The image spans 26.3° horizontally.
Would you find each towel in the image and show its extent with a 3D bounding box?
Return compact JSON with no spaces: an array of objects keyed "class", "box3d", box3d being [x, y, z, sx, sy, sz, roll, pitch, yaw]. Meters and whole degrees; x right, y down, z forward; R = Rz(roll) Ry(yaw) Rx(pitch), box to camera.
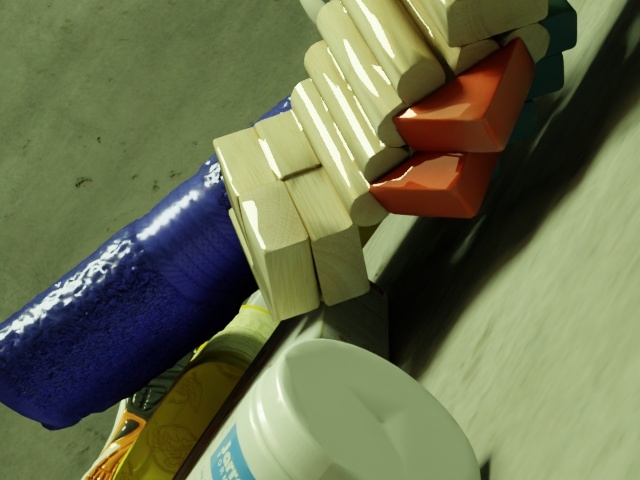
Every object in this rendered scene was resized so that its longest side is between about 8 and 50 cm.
[{"class":"towel","box3d":[-0.033,-0.009,0.762,0.308,0.076,0.227,-38,-1,4]}]

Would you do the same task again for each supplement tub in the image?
[{"class":"supplement tub","box3d":[-0.011,0.089,0.399,0.107,0.071,0.071,-56,4,24]}]

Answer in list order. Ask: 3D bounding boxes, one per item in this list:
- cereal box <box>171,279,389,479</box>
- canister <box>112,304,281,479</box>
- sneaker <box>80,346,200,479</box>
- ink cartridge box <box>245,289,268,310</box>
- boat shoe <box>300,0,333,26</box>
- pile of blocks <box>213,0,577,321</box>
[{"class":"cereal box","box3d":[-0.031,0.106,0.673,0.173,0.047,0.240,-55,4,9]},{"class":"canister","box3d":[-0.068,0.115,0.891,0.126,0.073,0.170,-56,3,11]},{"class":"sneaker","box3d":[-0.161,0.194,1.274,0.262,0.099,0.121,-58,0,-34]},{"class":"ink cartridge box","box3d":[0.000,0.000,1.169,0.207,0.046,0.097,-55,5,27]},{"class":"boat shoe","box3d":[0.114,-0.234,0.596,0.340,0.127,0.158,-47,-11,-10]},{"class":"pile of blocks","box3d":[0.080,-0.086,0.551,0.362,0.149,0.113,-60,35,30]}]
